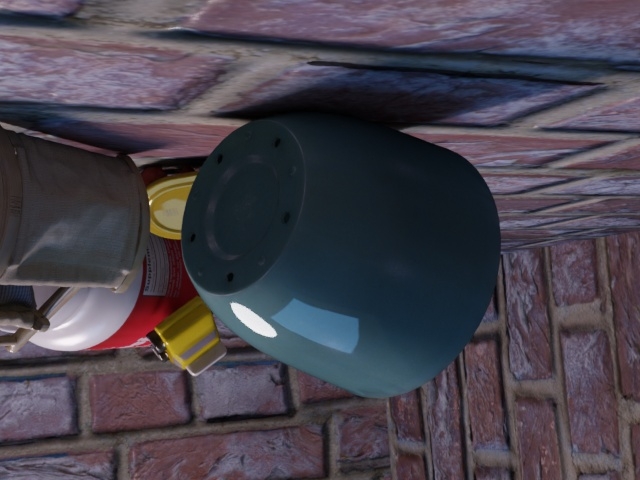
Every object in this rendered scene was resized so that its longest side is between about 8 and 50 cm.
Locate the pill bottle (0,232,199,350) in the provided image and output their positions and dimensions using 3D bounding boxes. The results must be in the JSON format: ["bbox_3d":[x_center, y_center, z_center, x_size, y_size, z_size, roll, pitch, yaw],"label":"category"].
[{"bbox_3d":[-0.328,0.047,1.510,0.229,0.229,0.408,-6,174,18],"label":"pill bottle"}]

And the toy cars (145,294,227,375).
[{"bbox_3d":[-0.126,0.089,1.453,0.393,0.087,0.176,-45,170,34],"label":"toy cars"}]

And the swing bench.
[{"bbox_3d":[-0.346,0.008,1.129,0.255,0.165,0.253,-25,167,20],"label":"swing bench"}]

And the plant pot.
[{"bbox_3d":[0.000,0.000,1.067,0.293,0.293,0.235,-9,158,44],"label":"plant pot"}]

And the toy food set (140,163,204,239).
[{"bbox_3d":[-0.172,-0.066,1.335,0.218,0.071,0.128,-9,143,-2],"label":"toy food set"}]
